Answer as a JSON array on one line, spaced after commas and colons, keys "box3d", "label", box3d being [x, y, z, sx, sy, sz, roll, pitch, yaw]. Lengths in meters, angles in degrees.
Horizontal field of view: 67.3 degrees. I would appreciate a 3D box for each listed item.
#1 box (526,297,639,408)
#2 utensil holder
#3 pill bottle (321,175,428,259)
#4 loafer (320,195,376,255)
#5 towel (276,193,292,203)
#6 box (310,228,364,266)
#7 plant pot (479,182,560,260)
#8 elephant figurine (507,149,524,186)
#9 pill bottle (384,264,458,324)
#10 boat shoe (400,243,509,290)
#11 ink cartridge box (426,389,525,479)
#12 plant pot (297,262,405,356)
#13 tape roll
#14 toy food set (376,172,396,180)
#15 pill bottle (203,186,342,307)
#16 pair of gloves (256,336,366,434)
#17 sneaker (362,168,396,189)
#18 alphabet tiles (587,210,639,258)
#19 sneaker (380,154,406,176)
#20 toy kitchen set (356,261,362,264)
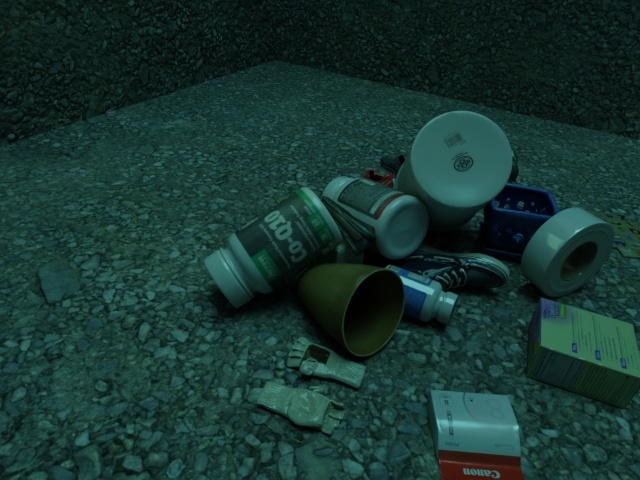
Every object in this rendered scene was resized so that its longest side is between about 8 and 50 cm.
[{"box3d": [0.691, 0.291, 1.279, 0.242, 0.118, 0.214, 17, 35, 15], "label": "box"}, {"box3d": [0.430, -0.215, 1.610, 0.327, 0.328, 0.385, 8, -6, 4], "label": "utensil holder"}, {"box3d": [0.167, -0.092, 1.610, 0.210, 0.211, 0.363, -15, 28, -29], "label": "pill bottle"}, {"box3d": [0.063, -0.050, 1.476, 0.096, 0.084, 0.267, 26, 12, -42], "label": "loafer"}, {"box3d": [-0.063, -0.119, 1.609, 0.148, 0.027, 0.110, 30, 41, 35], "label": "towel"}, {"box3d": [0.000, 0.000, 1.593, 0.121, 0.148, 0.311, -20, 40, -32], "label": "box"}, {"box3d": [0.697, -0.061, 1.729, 0.235, 0.212, 0.236, 11, 34, 7], "label": "plant pot"}, {"box3d": [0.830, -0.340, 2.195, 0.239, 0.186, 0.170, 12, 67, 31], "label": "elephant figurine"}, {"box3d": [0.281, 0.163, 1.406, 0.221, 0.124, 0.124, 21, 36, 21], "label": "pill bottle"}, {"box3d": [0.410, 0.117, 1.517, 0.340, 0.127, 0.158, 11, 39, 22], "label": "boat shoe"}, {"box3d": [0.347, 0.441, 1.058, 0.188, 0.066, 0.232, 5, 29, -1], "label": "ink cartridge box"}, {"box3d": [0.058, 0.158, 1.318, 0.237, 0.237, 0.254, -23, 28, -37], "label": "plant pot"}, {"box3d": [0.783, 0.041, 1.525, 0.285, 0.287, 0.100, -10, 36, -23], "label": "tape roll"}, {"box3d": [0.263, -0.240, 2.072, 0.132, 0.039, 0.192, 26, 25, 16], "label": "toy food set"}, {"box3d": [-0.135, 0.023, 1.379, 0.361, 0.204, 0.204, -35, 43, -6], "label": "pill bottle"}, {"box3d": [-0.016, 0.344, 1.161, 0.204, 0.042, 0.240, 19, 36, 19], "label": "pair of gloves"}, {"box3d": [0.199, -0.229, 1.937, 0.278, 0.119, 0.107, 1, 26, 47], "label": "sneaker"}, {"box3d": [1.227, -0.024, 1.938, 0.284, 0.011, 0.343, 6, 33, 0], "label": "alphabet tiles"}, {"box3d": [0.362, -0.370, 2.251, 0.083, 0.098, 0.224, -11, 37, -24], "label": "sneaker"}, {"box3d": [0.159, 0.115, 1.503, 0.083, 0.075, 0.068, -5, 36, -9], "label": "toy kitchen set"}]
